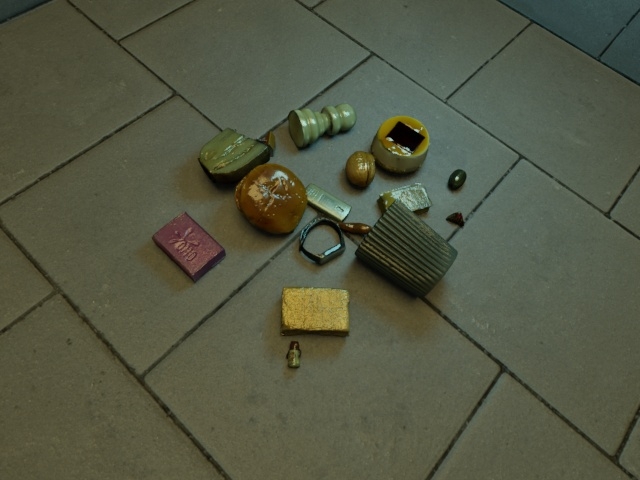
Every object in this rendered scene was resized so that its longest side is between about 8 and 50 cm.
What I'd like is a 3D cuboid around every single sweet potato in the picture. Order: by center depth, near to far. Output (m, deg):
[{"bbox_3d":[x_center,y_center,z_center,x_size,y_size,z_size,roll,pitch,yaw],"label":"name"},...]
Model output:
[{"bbox_3d":[0.140,-0.058,1.868,0.194,0.056,0.057,8,64,10],"label":"sweet potato"}]

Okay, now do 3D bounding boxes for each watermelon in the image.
[{"bbox_3d":[0.660,-0.295,2.016,0.078,0.078,0.111,36,68,11],"label":"watermelon"}]

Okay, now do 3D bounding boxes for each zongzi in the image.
[{"bbox_3d":[0.642,-0.111,1.951,0.083,0.067,0.074,30,52,-11],"label":"zongzi"}]

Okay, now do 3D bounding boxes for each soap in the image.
[{"bbox_3d":[-0.548,0.026,1.746,0.259,0.081,0.181,42,68,14],"label":"soap"},{"bbox_3d":[0.391,-0.179,1.938,0.233,0.076,0.135,-14,68,-13],"label":"soap"}]

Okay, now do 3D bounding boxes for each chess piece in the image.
[{"bbox_3d":[0.022,-0.585,2.057,0.330,0.182,0.182,-20,68,-21],"label":"chess piece"}]

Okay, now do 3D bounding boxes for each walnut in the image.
[{"bbox_3d":[0.188,-0.332,1.957,0.144,0.144,0.180,-4,70,-7],"label":"walnut"}]

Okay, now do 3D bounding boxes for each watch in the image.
[{"bbox_3d":[0.000,0.000,1.821,0.206,0.068,0.193,-29,67,-21],"label":"watch"}]

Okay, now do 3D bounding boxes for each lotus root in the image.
[{"bbox_3d":[-0.400,-0.348,1.885,0.267,0.149,0.260,29,63,26],"label":"lotus root"}]

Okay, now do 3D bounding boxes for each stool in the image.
[{"bbox_3d":[0.356,0.042,1.722,0.330,0.297,0.297,38,67,7],"label":"stool"}]

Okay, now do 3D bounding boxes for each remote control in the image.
[{"bbox_3d":[0.026,-0.173,1.920,0.233,0.038,0.098,31,66,8],"label":"remote control"}]

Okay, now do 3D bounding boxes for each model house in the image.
[{"bbox_3d":[-0.267,-0.469,1.997,0.100,0.100,0.088,6,64,-2],"label":"model house"}]

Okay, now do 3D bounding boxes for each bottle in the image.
[{"bbox_3d":[-0.103,0.439,1.612,0.063,0.047,0.101,-2,63,5],"label":"bottle"}]

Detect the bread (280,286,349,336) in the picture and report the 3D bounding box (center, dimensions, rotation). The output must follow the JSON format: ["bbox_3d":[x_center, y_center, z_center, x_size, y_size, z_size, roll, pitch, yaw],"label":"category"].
[{"bbox_3d":[-0.020,0.284,1.660,0.274,0.114,0.185,2,68,-4],"label":"bread"}]

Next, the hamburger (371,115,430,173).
[{"bbox_3d":[0.388,-0.457,2.014,0.276,0.179,0.294,33,69,13],"label":"hamburger"}]

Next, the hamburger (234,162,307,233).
[{"bbox_3d":[-0.204,-0.176,1.802,0.314,0.170,0.290,35,72,-20],"label":"hamburger"}]
